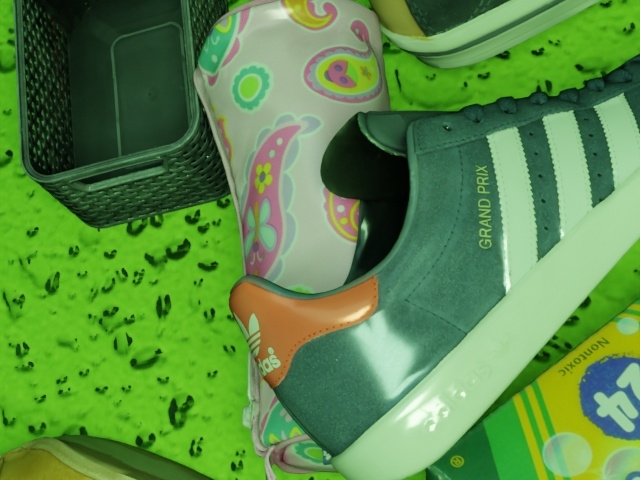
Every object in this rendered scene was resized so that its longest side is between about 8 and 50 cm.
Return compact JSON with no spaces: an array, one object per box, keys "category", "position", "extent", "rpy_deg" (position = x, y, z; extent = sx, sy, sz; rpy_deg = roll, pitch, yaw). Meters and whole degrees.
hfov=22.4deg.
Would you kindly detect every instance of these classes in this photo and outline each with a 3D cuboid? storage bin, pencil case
[{"category":"storage bin","position":[-0.126,-0.112,1.061],"extent":[0.122,0.084,0.180],"rpy_deg":[-14,65,14]},{"category":"pencil case","position":[0.000,0.000,0.943],"extent":[0.124,0.124,0.284],"rpy_deg":[-14,70,14]}]

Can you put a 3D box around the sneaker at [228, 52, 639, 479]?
[{"category":"sneaker","position":[0.095,-0.038,0.839],"extent":[0.148,0.131,0.350],"rpy_deg":[45,65,2]}]

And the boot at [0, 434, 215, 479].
[{"category":"boot","position":[-0.190,0.213,0.960],"extent":[0.295,0.104,0.211],"rpy_deg":[15,88,14]}]

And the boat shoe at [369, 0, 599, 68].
[{"category":"boat shoe","position":[0.219,-0.282,0.914],"extent":[0.500,0.156,0.187],"rpy_deg":[-29,33,18]}]

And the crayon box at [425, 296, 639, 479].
[{"category":"crayon box","position":[0.232,0.175,0.789],"extent":[0.203,0.083,0.323],"rpy_deg":[-35,61,-19]}]
